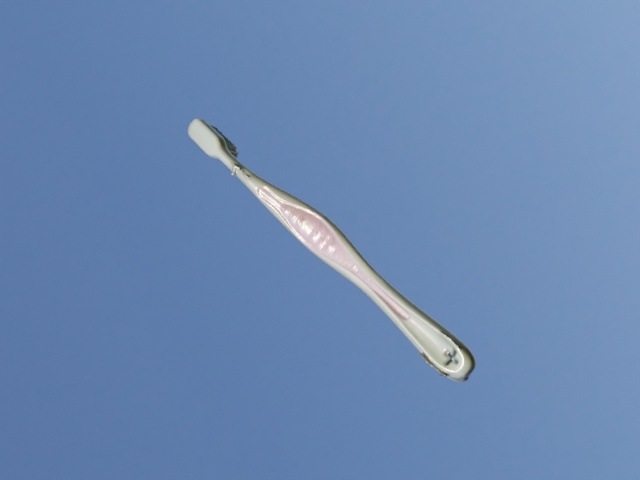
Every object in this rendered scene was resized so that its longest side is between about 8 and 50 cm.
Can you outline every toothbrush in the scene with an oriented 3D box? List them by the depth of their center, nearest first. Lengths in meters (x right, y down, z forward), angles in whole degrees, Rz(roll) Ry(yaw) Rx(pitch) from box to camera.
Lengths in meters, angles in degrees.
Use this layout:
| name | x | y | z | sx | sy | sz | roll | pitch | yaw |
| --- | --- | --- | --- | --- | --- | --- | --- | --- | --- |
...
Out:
| name | x | y | z | sx | sy | sz | roll | pitch | yaw |
| --- | --- | --- | --- | --- | --- | --- | --- | --- | --- |
| toothbrush | 0.000 | 0.000 | 0.790 | 0.022 | 0.017 | 0.204 | 9 | -154 | -49 |
